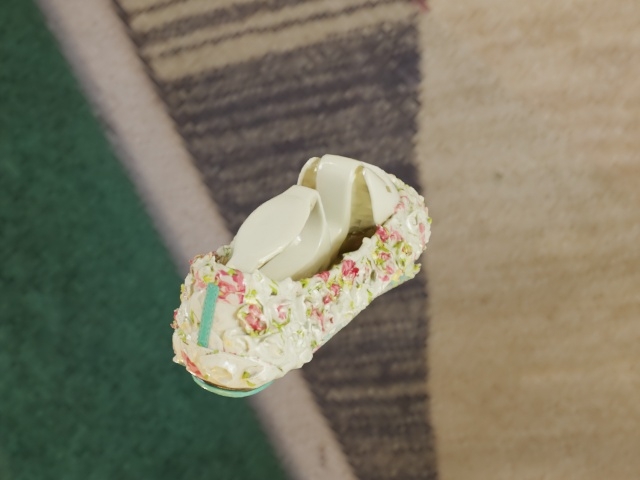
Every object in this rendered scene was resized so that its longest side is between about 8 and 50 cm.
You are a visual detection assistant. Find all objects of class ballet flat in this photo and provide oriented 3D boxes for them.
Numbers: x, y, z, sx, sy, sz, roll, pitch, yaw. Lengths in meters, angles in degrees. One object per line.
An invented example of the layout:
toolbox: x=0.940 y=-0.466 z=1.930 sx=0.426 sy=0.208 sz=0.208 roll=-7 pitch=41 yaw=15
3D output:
ballet flat: x=0.000 y=0.000 z=1.004 sx=0.091 sy=0.241 sz=0.077 roll=12 pitch=119 yaw=19
